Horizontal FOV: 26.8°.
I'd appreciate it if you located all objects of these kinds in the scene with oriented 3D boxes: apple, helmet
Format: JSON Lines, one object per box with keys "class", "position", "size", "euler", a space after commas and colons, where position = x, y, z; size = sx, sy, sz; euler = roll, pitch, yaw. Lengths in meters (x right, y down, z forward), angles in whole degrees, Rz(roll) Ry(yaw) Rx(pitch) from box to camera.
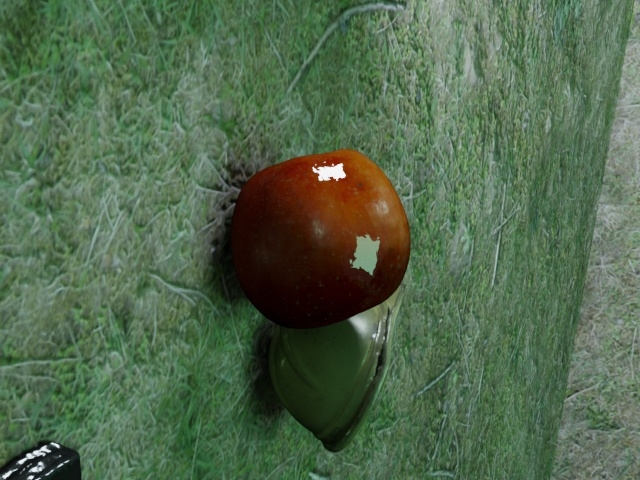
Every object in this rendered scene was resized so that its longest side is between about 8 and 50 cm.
{"class": "apple", "position": [0.000, 0.000, 1.624], "size": [0.218, 0.218, 0.201], "euler": [-11, 83, -62]}
{"class": "helmet", "position": [0.004, 0.141, 1.775], "size": [0.204, 0.137, 0.258], "euler": [-54, -167, 40]}

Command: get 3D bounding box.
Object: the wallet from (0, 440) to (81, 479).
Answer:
{"class": "wallet", "position": [-0.304, 0.426, 1.333], "size": [0.228, 0.062, 0.406], "euler": [-32, 126, -56]}
